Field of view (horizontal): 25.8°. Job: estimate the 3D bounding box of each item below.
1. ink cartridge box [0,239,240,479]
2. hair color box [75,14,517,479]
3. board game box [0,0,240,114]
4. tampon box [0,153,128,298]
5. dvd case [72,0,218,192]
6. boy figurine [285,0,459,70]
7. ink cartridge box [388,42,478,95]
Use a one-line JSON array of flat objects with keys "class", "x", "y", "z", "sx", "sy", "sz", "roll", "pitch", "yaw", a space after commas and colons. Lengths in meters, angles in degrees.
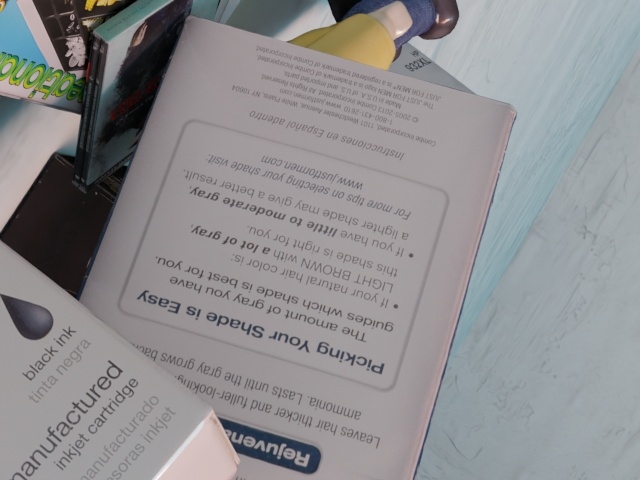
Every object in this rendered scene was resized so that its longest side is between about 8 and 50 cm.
[{"class": "ink cartridge box", "x": -0.179, "y": 0.073, "z": 0.560, "sx": 0.172, "sy": 0.237, "sz": 0.100, "roll": -49, "pitch": 163, "yaw": -15}, {"class": "hair color box", "x": -0.036, "y": 0.082, "z": 0.668, "sx": 0.105, "sy": 0.174, "sz": 0.347, "roll": 92, "pitch": 15, "yaw": -69}, {"class": "board game box", "x": -0.100, "y": -0.154, "z": 0.641, "sx": 0.193, "sy": 0.053, "sz": 0.305, "roll": -53, "pitch": 167, "yaw": 8}, {"class": "tampon box", "x": -0.129, "y": 0.026, "z": 0.898, "sx": 0.120, "sy": 0.101, "sz": 0.161, "roll": -56, "pitch": 166, "yaw": 8}, {"class": "dvd case", "x": -0.089, "y": -0.084, "z": 0.716, "sx": 0.087, "sy": 0.013, "sz": 0.119, "roll": -42, "pitch": 165, "yaw": -35}, {"class": "boy figurine", "x": -0.027, "y": -0.102, "z": 0.911, "sx": 0.177, "sy": 0.092, "sz": 0.285, "roll": -21, "pitch": -166, "yaw": 45}, {"class": "ink cartridge box", "x": 0.000, "y": 0.000, "z": 1.210, "sx": 0.223, "sy": 0.129, "sz": 0.307, "roll": -32, "pitch": 156, "yaw": -54}]
